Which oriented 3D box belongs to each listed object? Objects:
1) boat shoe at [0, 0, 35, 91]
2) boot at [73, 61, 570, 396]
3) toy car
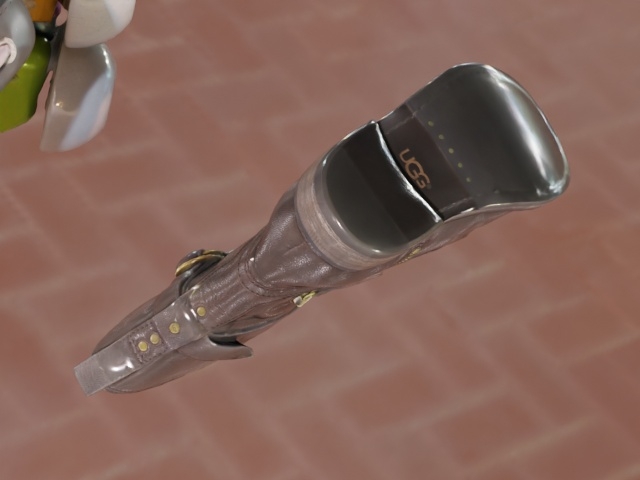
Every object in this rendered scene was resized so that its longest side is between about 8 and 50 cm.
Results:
[{"bbox_3d":[-0.209,0.006,0.673,0.112,0.095,0.335,12,61,35],"label":"boat shoe"},{"bbox_3d":[0.000,0.000,1.055,0.263,0.229,0.091,-20,80,-48],"label":"boot"},{"bbox_3d":[-0.184,-0.143,1.005,0.159,0.182,0.136,10,46,-10],"label":"toy car"}]
